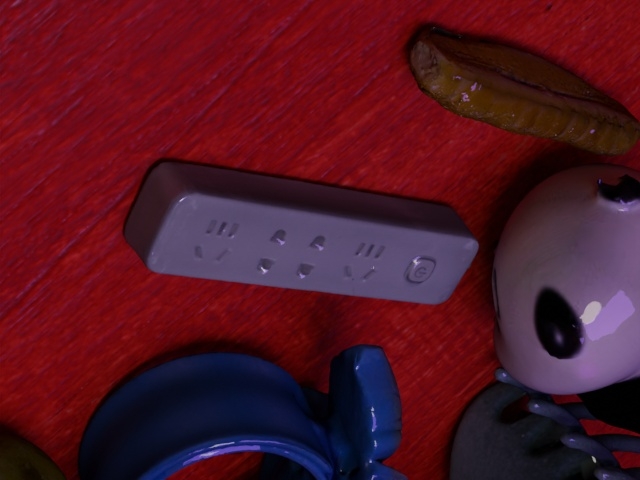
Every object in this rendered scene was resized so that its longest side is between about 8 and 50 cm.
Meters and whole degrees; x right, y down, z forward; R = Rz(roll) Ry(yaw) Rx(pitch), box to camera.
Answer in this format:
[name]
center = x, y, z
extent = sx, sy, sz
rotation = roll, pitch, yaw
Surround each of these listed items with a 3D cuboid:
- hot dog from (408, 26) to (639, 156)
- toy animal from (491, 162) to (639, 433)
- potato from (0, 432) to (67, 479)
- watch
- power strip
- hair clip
[hot dog]
center = 0.193, -0.133, 1.745
extent = 0.289, 0.083, 0.068
rotation = 16, 132, -41
[toy animal]
center = 0.301, 0.054, 1.852
extent = 0.251, 0.251, 0.310
rotation = -50, 142, 9
[potato]
center = -0.293, 0.298, 1.671
extent = 0.186, 0.148, 0.253
rotation = -1, 98, -4
[watch]
center = -0.071, 0.215, 1.740
extent = 0.274, 0.241, 0.305
rotation = 11, 118, -25
[power strip]
center = 0.000, 0.000, 1.722
extent = 0.385, 0.062, 0.091
rotation = 8, 121, -38
[hair clip]
center = 0.246, 0.301, 1.948
extent = 0.392, 0.318, 0.238
rotation = 19, 110, -40
